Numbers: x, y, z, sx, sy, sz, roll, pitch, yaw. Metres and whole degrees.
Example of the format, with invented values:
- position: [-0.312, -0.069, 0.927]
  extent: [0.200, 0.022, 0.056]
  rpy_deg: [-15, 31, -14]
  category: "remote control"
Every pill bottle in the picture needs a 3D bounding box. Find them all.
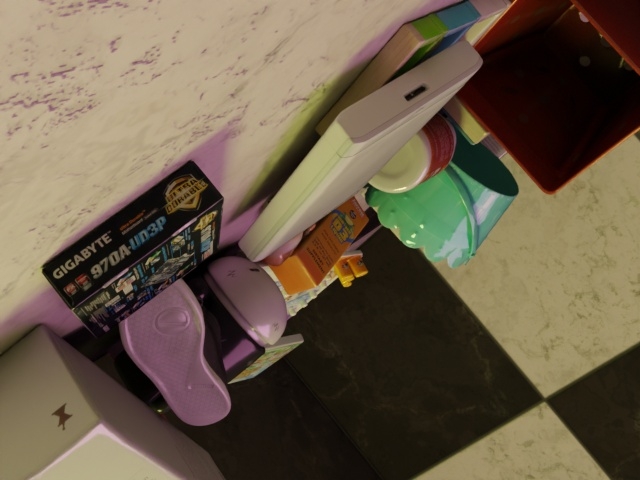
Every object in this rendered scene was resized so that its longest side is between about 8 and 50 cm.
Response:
- position: [0.150, -0.153, 1.376]
  extent: [0.121, 0.121, 0.216]
  rpy_deg: [-42, 174, 27]
  category: "pill bottle"

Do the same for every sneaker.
- position: [-0.199, 0.107, 1.121]
  extent: [0.105, 0.146, 0.295]
  rpy_deg: [-18, 132, -3]
  category: "sneaker"

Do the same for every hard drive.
- position: [0.039, -0.105, 1.098]
  extent: [0.233, 0.047, 0.353]
  rpy_deg: [-36, 176, -32]
  category: "hard drive"

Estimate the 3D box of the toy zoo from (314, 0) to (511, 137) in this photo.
- position: [0.133, -0.232, 1.088]
  extent: [0.293, 0.030, 0.192]
  rpy_deg: [-33, 172, -47]
  category: "toy zoo"

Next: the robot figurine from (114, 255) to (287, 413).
- position: [-0.186, 0.146, 1.333]
  extent: [0.278, 0.173, 0.209]
  rpy_deg: [-39, -171, -2]
  category: "robot figurine"

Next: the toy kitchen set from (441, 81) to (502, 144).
- position: [0.271, -0.236, 1.518]
  extent: [0.207, 0.122, 0.166]
  rpy_deg: [-36, 174, -35]
  category: "toy kitchen set"

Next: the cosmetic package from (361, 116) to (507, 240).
- position: [0.289, -0.181, 1.956]
  extent: [0.365, 0.155, 0.197]
  rpy_deg: [-43, 177, 21]
  category: "cosmetic package"

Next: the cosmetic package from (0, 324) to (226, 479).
- position: [-0.280, 0.318, 1.046]
  extent: [0.230, 0.161, 0.453]
  rpy_deg: [-38, 144, -7]
  category: "cosmetic package"

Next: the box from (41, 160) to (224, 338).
- position: [-0.185, 0.019, 0.875]
  extent: [0.175, 0.051, 0.220]
  rpy_deg: [-38, 174, -14]
  category: "box"

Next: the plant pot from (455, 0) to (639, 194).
- position: [0.413, -0.284, 1.355]
  extent: [0.236, 0.267, 0.267]
  rpy_deg: [-39, 176, -39]
  category: "plant pot"

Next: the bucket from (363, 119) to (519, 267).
- position: [0.239, -0.104, 1.664]
  extent: [0.183, 0.281, 0.281]
  rpy_deg: [-52, 170, 26]
  category: "bucket"

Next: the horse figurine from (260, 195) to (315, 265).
- position: [-0.050, -0.026, 1.381]
  extent: [0.174, 0.066, 0.263]
  rpy_deg: [-45, 176, -35]
  category: "horse figurine"

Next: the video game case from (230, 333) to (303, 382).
- position: [-0.167, 0.265, 1.813]
  extent: [0.212, 0.023, 0.193]
  rpy_deg: [-6, 153, -48]
  category: "video game case"

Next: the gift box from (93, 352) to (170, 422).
- position: [-0.382, 0.367, 1.423]
  extent: [0.258, 0.255, 0.276]
  rpy_deg: [-34, 167, -34]
  category: "gift box"

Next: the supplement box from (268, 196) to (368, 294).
- position: [0.000, 0.000, 1.550]
  extent: [0.080, 0.078, 0.233]
  rpy_deg: [-21, -159, 37]
  category: "supplement box"

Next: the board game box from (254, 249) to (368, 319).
- position: [-0.148, 0.156, 1.665]
  extent: [0.390, 0.050, 0.390]
  rpy_deg: [-7, 152, -47]
  category: "board game box"
